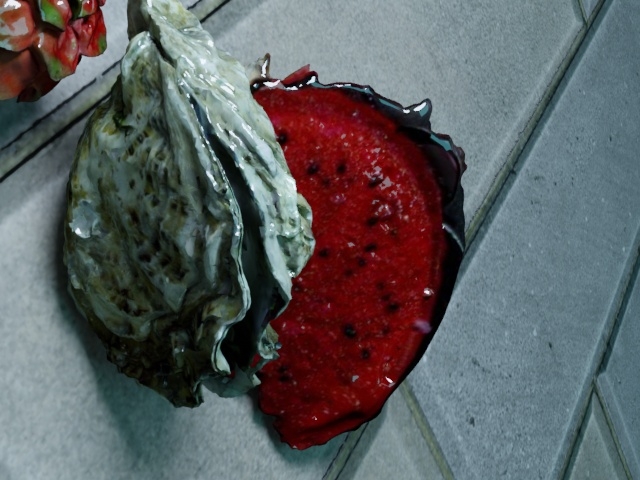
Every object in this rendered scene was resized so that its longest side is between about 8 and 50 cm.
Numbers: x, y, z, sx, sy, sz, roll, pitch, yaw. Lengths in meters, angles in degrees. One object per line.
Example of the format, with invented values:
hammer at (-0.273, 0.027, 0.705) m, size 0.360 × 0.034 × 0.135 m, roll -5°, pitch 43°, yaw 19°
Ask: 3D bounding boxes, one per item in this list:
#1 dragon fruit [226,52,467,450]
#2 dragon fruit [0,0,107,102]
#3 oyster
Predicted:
dragon fruit at (0.000, 0.000, 0.762) m, size 0.343 × 0.282 × 0.100 m, roll 59°, pitch 1°, yaw -28°
dragon fruit at (-0.204, -0.143, 0.548) m, size 0.142 × 0.121 × 0.130 m, roll -2°, pitch 52°, yaw -29°
oyster at (-0.088, -0.018, 0.600) m, size 0.112 × 0.198 × 0.267 m, roll -26°, pitch 139°, yaw -56°
